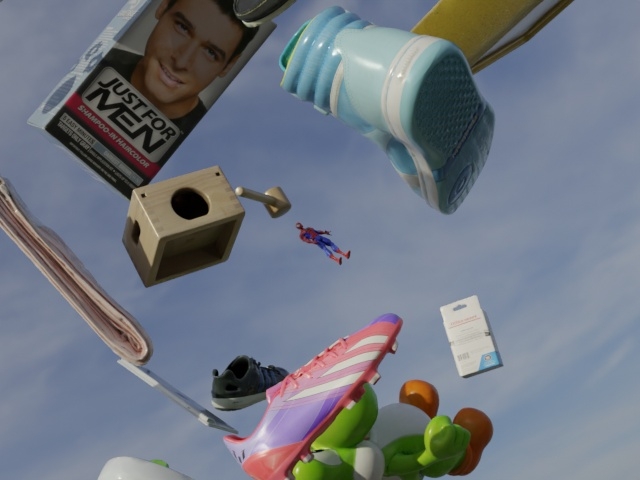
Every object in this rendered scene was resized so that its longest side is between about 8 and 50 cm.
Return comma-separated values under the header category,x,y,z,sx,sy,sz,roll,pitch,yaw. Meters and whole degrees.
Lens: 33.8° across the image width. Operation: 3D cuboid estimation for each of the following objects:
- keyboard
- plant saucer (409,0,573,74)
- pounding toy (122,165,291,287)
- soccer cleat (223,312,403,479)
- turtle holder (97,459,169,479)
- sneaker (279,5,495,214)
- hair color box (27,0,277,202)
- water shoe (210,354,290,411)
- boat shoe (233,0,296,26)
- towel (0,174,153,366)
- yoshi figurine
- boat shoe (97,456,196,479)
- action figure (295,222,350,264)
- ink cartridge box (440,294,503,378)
category,x,y,z,sx,sy,sz,roll,pitch,yaw
keyboard,-0.229,0.246,1.673,0.072,0.256,0.014,36,-98,-46
plant saucer,0.255,-0.312,1.359,0.332,0.081,0.333,-35,-3,-38
pounding toy,-0.147,-0.048,1.408,0.206,0.094,0.181,-19,-24,-28
soccer cleat,-0.004,0.169,1.201,0.248,0.095,0.083,-50,-9,-4
turtle holder,-0.243,0.448,1.388,0.243,0.320,0.227,-49,-55,-30
sneaker,0.069,-0.150,1.151,0.127,0.208,0.319,-57,-25,-12
hair color box,-0.263,-0.265,1.667,0.185,0.113,0.374,43,-101,-29
water shoe,-0.115,0.236,1.838,0.073,0.080,0.203,1,9,29
boat shoe,-0.032,-0.345,1.237,0.079,0.084,0.233,25,-49,-36
towel,-0.350,0.036,1.439,0.053,0.317,0.332,-42,8,-10
yoshi figurine,0.082,0.246,1.434,0.203,0.203,0.362,-37,-23,34
boat shoe,-0.112,0.359,1.094,0.121,0.335,0.119,-25,27,43
action figure,0.000,0.000,1.852,0.038,0.115,0.030,-40,-32,-31
ink cartridge box,0.172,0.110,1.200,0.048,0.083,0.028,-20,-18,16
